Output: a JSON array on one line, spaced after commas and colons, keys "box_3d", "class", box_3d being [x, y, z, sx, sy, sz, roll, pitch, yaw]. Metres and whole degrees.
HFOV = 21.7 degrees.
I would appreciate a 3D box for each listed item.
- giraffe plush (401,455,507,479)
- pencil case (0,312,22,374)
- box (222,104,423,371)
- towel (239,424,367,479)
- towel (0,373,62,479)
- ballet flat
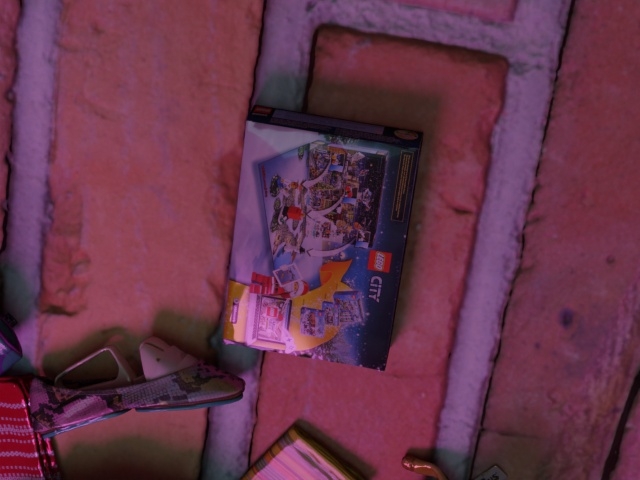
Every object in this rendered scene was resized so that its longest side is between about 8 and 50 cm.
[{"box_3d": [0.105, 0.333, 1.618, 0.181, 0.170, 0.210, 30, 115, -6], "class": "giraffe plush"}, {"box_3d": [-0.363, 0.128, 1.628, 0.152, 0.064, 0.070, -38, 86, 8], "class": "pencil case"}, {"box_3d": [0.000, 0.000, 1.548, 0.159, 0.044, 0.233, 10, 116, 4], "class": "box"}, {"box_3d": [-0.061, 0.292, 1.709, 0.102, 0.021, 0.237, 42, 114, -5], "class": "towel"}, {"box_3d": [-0.363, 0.263, 1.731, 0.199, 0.031, 0.274, -6, 114, 11], "class": "towel"}, {"box_3d": [-0.186, 0.138, 1.630, 0.222, 0.077, 0.079, -12, 93, 14], "class": "ballet flat"}]
